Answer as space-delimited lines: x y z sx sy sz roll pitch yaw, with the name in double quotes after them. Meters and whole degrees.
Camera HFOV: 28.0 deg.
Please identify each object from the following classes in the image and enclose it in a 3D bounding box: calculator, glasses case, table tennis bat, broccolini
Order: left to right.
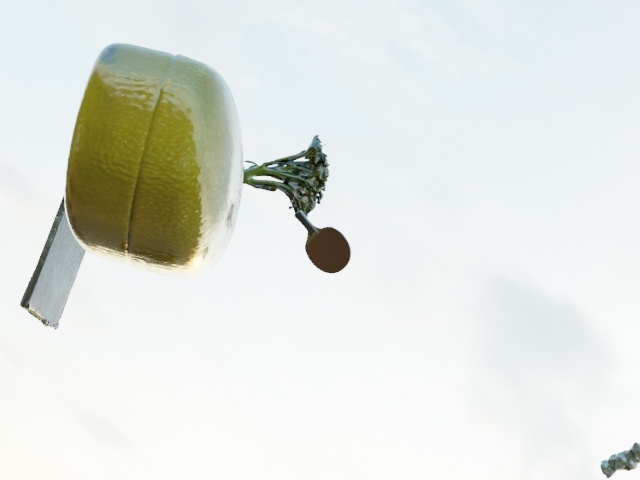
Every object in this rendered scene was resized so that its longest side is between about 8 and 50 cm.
-0.441 0.015 2.218 0.021 0.262 0.161 15 -16 12 "calculator"
-0.139 -0.056 1.165 0.141 0.173 0.371 15 -6 -3 "glasses case"
-0.104 -0.061 1.979 0.062 0.271 0.123 -138 -153 -65 "broccolini"
0.000 0.000 1.446 0.083 0.050 0.007 50 20 7 "table tennis bat"

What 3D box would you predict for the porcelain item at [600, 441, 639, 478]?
0.427 0.302 1.771 0.036 0.028 0.083 31 -49 -31 "porcelain item"
